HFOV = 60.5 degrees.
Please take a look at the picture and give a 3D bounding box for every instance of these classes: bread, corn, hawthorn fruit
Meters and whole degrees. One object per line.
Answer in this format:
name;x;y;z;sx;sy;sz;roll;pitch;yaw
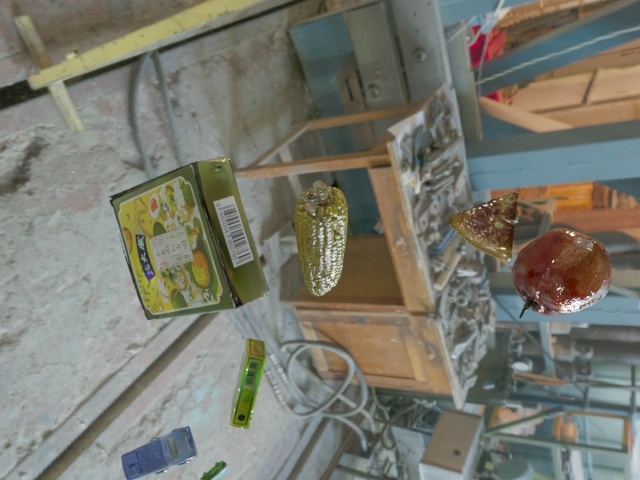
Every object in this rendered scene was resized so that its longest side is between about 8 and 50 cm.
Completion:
bread;0.363;-0.018;1.140;0.136;0.154;0.054;68;11;19
corn;0.000;0.000;1.234;0.119;0.119;0.322;-57;159;-43
hawthorn fruit;0.666;0.119;1.561;0.300;0.254;0.254;-48;132;-15

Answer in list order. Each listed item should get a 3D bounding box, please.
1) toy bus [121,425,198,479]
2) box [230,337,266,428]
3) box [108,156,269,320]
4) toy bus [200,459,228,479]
toy bus;-0.361;0.473;1.218;0.094;0.236;0.079;4;61;-44
box;-0.212;0.414;1.602;0.141;0.064;0.220;-130;-125;-77
box;-0.363;0.009;1.475;0.138;0.420;0.373;-22;97;-49
toy bus;-0.285;0.631;1.481;0.083;0.037;0.031;-28;121;-47
